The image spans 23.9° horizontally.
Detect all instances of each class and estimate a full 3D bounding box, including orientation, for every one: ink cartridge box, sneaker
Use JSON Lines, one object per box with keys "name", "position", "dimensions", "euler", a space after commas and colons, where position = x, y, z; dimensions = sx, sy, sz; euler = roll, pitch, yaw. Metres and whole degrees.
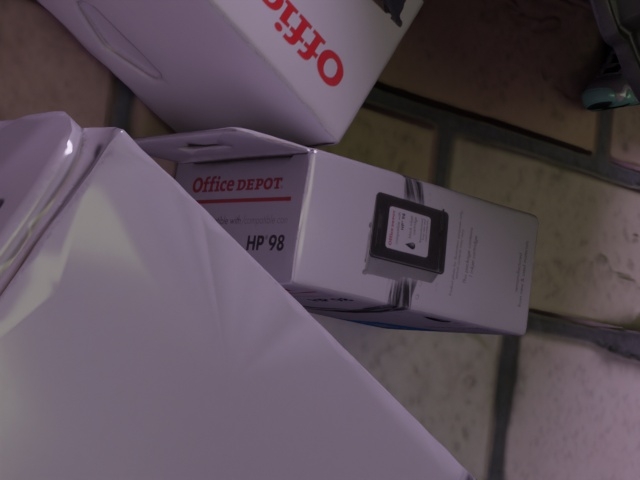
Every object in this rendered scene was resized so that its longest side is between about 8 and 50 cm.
{"name": "ink cartridge box", "position": [0.000, 0.000, 0.694], "dimensions": [0.180, 0.104, 0.060], "euler": [14, 81, -38]}
{"name": "sneaker", "position": [0.180, -0.115, 0.892], "dimensions": [0.098, 0.038, 0.069], "euler": [-18, 98, -48]}
{"name": "ink cartridge box", "position": [-0.055, 0.153, 0.526], "dimensions": [0.395, 0.285, 0.166], "euler": [46, 62, -28]}
{"name": "ink cartridge box", "position": [-0.020, -0.179, 0.685], "dimensions": [0.172, 0.100, 0.237], "euler": [45, 62, -30]}

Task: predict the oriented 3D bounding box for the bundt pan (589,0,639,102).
{"name": "bundt pan", "position": [0.180, -0.233, 0.741], "dimensions": [0.331, 0.124, 0.331], "euler": [-15, 90, -70]}
